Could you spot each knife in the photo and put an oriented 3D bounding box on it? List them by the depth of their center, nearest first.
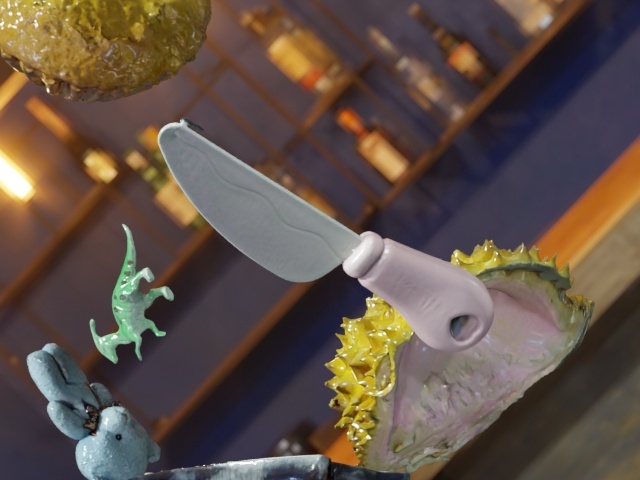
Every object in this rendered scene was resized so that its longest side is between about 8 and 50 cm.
[{"bbox_3d":[-0.001,0.002,1.529,0.081,0.336,0.043,-53,22,19],"label":"knife"}]

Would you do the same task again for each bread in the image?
[{"bbox_3d":[-0.214,-0.227,1.719,0.240,0.240,0.139,-47,-7,-34],"label":"bread"}]

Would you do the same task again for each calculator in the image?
[{"bbox_3d":[-0.059,0.233,1.774,0.268,0.177,0.040,-8,72,41],"label":"calculator"}]

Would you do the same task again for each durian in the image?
[{"bbox_3d":[0.134,0.085,1.867,0.305,0.185,0.196,-27,-25,-4],"label":"durian"}]

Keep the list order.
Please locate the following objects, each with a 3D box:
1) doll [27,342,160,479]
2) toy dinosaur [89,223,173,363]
[{"bbox_3d":[-0.240,0.185,2.010,0.075,0.180,0.120,-26,4,33],"label":"doll"},{"bbox_3d":[-0.128,0.038,1.210,0.062,0.083,0.021,-29,-10,24],"label":"toy dinosaur"}]
